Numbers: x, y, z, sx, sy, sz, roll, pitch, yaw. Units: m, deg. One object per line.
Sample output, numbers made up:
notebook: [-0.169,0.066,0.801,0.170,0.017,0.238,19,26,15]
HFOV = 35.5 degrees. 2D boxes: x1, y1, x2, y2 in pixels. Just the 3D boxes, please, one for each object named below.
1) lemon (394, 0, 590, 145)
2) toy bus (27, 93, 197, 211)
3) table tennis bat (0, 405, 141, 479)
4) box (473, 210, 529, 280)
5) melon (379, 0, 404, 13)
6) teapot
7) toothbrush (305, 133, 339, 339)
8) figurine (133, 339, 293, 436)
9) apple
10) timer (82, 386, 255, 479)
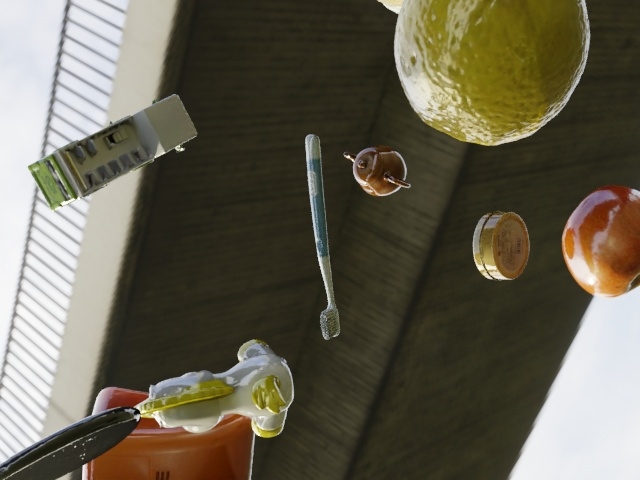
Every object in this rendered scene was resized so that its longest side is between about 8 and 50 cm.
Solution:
lemon: [0.215,-0.250,1.265,0.267,0.267,0.267,-32,-42,-35]
toy bus: [-0.367,-0.160,1.794,0.301,0.139,0.113,-38,-76,-46]
table tennis bat: [-0.259,0.202,0.847,0.236,0.027,0.150,-24,-15,-22]
box: [0.274,0.008,1.509,0.105,0.037,0.106,2,-92,-47]
melon: [0.159,-0.487,1.838,0.093,0.202,0.140,18,-86,-26]
teapot: [0.121,-0.151,2.127,0.116,0.173,0.116,-24,-50,-32]
toothbrush: [0.000,0.000,1.280,0.025,0.019,0.276,-26,-63,-45]
figurine: [-0.118,0.168,1.088,0.129,0.178,0.109,84,180,-86]
apple: [0.424,0.000,1.443,0.163,0.139,0.163,-29,-24,-14]
timer: [-0.232,0.376,1.521,0.161,0.249,0.258,-110,26,-76]
